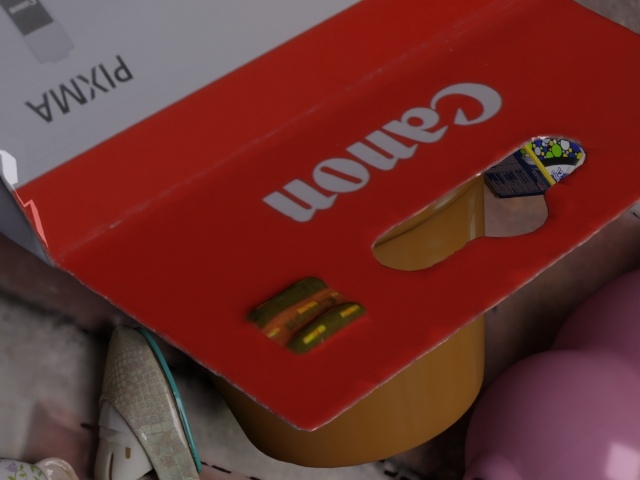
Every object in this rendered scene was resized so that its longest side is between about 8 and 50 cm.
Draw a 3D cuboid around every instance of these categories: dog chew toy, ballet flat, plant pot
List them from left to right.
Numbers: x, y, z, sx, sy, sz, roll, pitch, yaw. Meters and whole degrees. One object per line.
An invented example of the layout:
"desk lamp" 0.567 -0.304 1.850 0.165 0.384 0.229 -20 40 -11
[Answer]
"ballet flat" -0.082 0.126 0.940 0.052 0.057 0.168 -24 100 -26
"plant pot" 0.000 0.000 0.939 0.205 0.205 0.188 -36 123 -34
"dog chew toy" 0.224 0.094 1.093 0.331 0.206 0.207 -18 97 -29

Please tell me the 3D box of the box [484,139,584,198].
"box" 0.087 -0.105 1.089 0.169 0.054 0.059 51 59 -23

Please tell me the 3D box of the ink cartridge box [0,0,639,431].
"ink cartridge box" -0.039 -0.115 0.809 0.308 0.385 0.091 -32 141 -35

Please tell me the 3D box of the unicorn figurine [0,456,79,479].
"unicorn figurine" -0.174 0.126 0.873 0.162 0.060 0.111 6 81 -53
